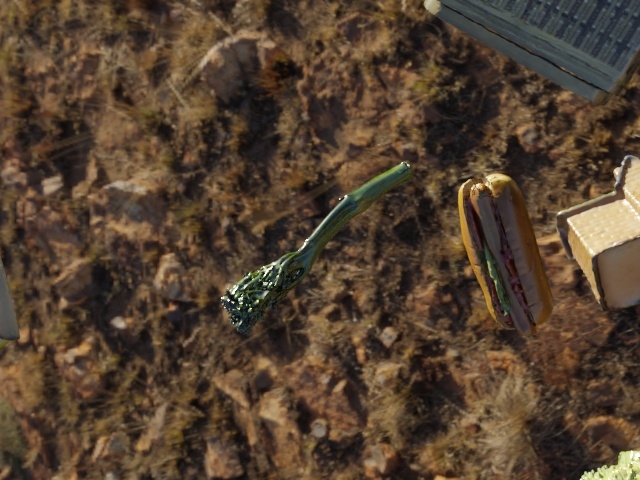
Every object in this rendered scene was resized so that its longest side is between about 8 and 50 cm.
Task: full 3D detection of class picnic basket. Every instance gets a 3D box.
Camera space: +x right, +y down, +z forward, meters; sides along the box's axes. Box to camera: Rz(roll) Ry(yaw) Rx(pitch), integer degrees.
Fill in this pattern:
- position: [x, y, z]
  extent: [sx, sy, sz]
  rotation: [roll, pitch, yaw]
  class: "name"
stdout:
- position: [0.257, -0.281, 0.822]
  extent: [0.228, 0.313, 0.175]
  rotation: [30, 113, 4]
  class: "picnic basket"

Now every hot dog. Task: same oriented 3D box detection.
- position: [0.243, 0.026, 0.988]
  extent: [0.092, 0.062, 0.235]
  rotation: [-17, 105, 23]
  class: "hot dog"

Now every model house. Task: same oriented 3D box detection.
- position: [0.451, -0.018, 1.104]
  extent: [0.183, 0.166, 0.172]
  rotation: [-23, 39, 5]
  class: "model house"

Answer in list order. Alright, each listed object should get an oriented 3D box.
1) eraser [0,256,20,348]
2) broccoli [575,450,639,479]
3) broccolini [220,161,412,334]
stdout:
- position: [-0.471, 0.057, 0.932]
  extent: [0.158, 0.069, 0.226]
  rotation: [-30, 64, 11]
  class: "eraser"
- position: [0.508, 0.415, 1.179]
  extent: [0.226, 0.176, 0.198]
  rotation: [6, 138, 51]
  class: "broccoli"
- position: [0.000, 0.000, 0.741]
  extent: [0.239, 0.054, 0.051]
  rotation: [-42, 45, -16]
  class: "broccolini"
